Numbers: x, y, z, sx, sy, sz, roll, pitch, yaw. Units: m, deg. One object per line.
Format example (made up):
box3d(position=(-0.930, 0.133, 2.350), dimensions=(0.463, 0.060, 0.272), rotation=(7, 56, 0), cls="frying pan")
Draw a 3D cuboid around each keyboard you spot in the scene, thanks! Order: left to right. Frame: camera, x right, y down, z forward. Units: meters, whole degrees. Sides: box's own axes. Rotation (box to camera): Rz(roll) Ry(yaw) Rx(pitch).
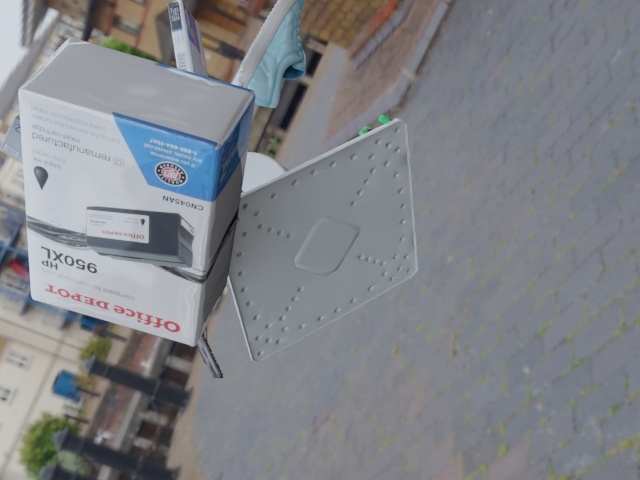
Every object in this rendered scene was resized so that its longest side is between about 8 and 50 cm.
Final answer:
box3d(position=(-0.262, 0.219, 1.975), dimensions=(0.038, 0.192, 0.100), rotation=(-25, 3, -22), cls="keyboard")

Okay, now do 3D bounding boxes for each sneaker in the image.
box3d(position=(-0.095, -0.477, 2.192), dimensions=(0.366, 0.150, 0.135), rotation=(-65, 12, -23), cls="sneaker")

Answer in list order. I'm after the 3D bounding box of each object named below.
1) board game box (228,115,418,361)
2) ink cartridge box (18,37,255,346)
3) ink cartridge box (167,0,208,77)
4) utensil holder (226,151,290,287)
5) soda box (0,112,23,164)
box3d(position=(0.000, 0.000, 1.609), dimensions=(0.050, 0.389, 0.390), rotation=(45, 155, 42), cls="board game box")
box3d(position=(-0.275, -0.059, 1.303), dimensions=(0.166, 0.285, 0.395), rotation=(-69, -6, -49), cls="ink cartridge box")
box3d(position=(-0.334, -0.484, 2.238), dimensions=(0.208, 0.045, 0.206), rotation=(27, -127, -84), cls="ink cartridge box")
box3d(position=(-0.111, -0.003, 2.110), dimensions=(0.385, 0.327, 0.328), rotation=(34, -105, -57), cls="utensil holder")
box3d(position=(-0.457, -0.146, 1.678), dimensions=(0.091, 0.286, 0.098), rotation=(-50, 12, 33), cls="soda box")
